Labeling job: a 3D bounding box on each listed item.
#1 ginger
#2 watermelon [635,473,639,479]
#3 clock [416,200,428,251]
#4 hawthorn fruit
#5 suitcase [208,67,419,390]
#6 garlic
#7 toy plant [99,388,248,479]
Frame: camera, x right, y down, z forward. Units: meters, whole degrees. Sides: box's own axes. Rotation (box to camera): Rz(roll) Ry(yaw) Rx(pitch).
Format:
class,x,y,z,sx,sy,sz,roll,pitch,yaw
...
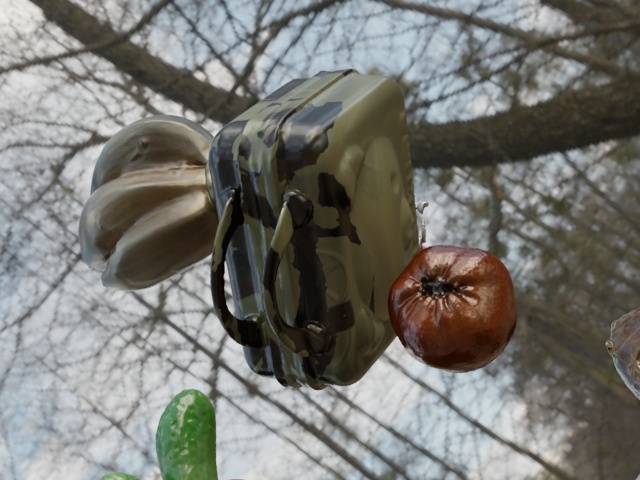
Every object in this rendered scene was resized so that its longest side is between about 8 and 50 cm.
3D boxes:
class,x,y,z,sx,sy,sz,roll,pitch,yaw
ginger,0.688,0.266,1.919,0.254,0.418,0.176,39,-90,-34
watermelon,0.390,0.280,0.899,0.285,0.285,0.285,-43,-25,-27
clock,0.112,-0.033,1.553,0.041,0.087,0.129,71,-156,-64
hawthorn fruit,0.137,0.077,1.104,0.133,0.133,0.138,-52,-38,-7
suitcase,0.000,0.000,1.263,0.339,0.193,0.352,-43,-50,-54
garlic,-0.262,-0.070,1.692,0.325,0.279,0.132,-17,-35,20
toy plant,-0.183,0.420,1.475,0.210,0.356,0.317,17,-71,-56
